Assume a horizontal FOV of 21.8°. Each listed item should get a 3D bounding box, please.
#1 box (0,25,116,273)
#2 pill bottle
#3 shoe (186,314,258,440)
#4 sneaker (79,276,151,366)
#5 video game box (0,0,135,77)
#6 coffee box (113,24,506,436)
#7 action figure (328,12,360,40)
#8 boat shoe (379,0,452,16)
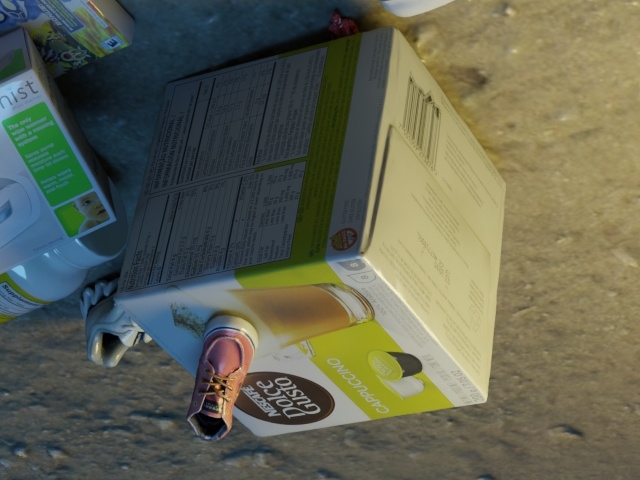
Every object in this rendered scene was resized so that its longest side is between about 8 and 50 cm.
[{"bbox_3d":[-0.409,-0.086,1.954,0.262,0.126,0.231,-24,125,0],"label":"box"},{"bbox_3d":[-0.427,0.012,2.194,0.334,0.188,0.188,-22,136,26],"label":"pill bottle"},{"bbox_3d":[-0.113,0.161,1.909,0.064,0.081,0.178,13,146,-3],"label":"shoe"},{"bbox_3d":[-0.239,0.078,2.332,0.110,0.118,0.292,26,134,-25],"label":"sneaker"},{"bbox_3d":[-0.352,-0.272,1.945,0.187,0.048,0.205,-18,138,26],"label":"video game box"},{"bbox_3d":[0.000,0.000,2.021,0.334,0.338,0.337,-12,140,27],"label":"coffee box"},{"bbox_3d":[0.037,-0.231,2.000,0.038,0.030,0.115,-10,138,19],"label":"action figure"},{"bbox_3d":[0.175,-0.368,1.754,0.367,0.135,0.156,-17,136,36],"label":"boat shoe"}]
